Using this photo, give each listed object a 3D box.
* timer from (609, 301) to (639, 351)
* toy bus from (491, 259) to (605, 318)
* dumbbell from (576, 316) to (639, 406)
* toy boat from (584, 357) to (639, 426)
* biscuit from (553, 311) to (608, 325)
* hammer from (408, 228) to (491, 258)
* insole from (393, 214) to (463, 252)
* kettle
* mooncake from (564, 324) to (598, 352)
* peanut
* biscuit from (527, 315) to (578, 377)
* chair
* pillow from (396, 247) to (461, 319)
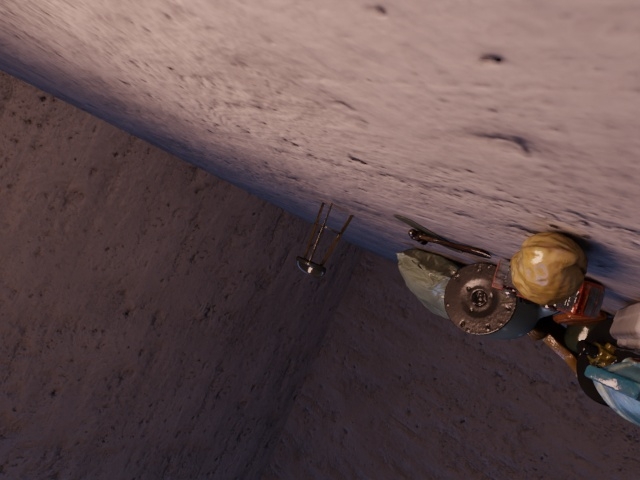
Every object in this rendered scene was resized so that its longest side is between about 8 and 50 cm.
[{"bbox_3d":[0.517,0.151,0.572,0.178,0.078,0.253,23,179,30],"label":"timer"},{"bbox_3d":[0.373,0.077,0.694,0.077,0.065,0.192,13,-177,-16],"label":"toy bus"},{"bbox_3d":[0.698,0.290,0.823,0.388,0.185,0.185,23,180,2],"label":"dumbbell"},{"bbox_3d":[0.465,0.219,0.583,0.215,0.088,0.102,22,-179,-11],"label":"toy boat"},{"bbox_3d":[0.579,0.174,0.920,0.102,0.019,0.130,-16,155,39],"label":"biscuit"},{"bbox_3d":[0.263,0.008,0.839,0.178,0.021,0.065,17,174,42],"label":"hammer"},{"bbox_3d":[0.240,-0.010,0.900,0.232,0.003,0.080,24,179,-38],"label":"insole"},{"bbox_3d":[0.443,0.152,0.975,0.221,0.161,0.236,-16,153,37],"label":"kettle"},{"bbox_3d":[0.690,0.244,1.013,0.175,0.104,0.168,21,174,5],"label":"mooncake"},{"bbox_3d":[0.264,0.034,0.488,0.080,0.080,0.174,24,176,29],"label":"peanut"},{"bbox_3d":[0.613,0.238,1.146,0.301,0.049,0.197,44,-150,20],"label":"biscuit"},{"bbox_3d":[0.000,0.000,1.200,0.104,0.221,0.095,24,-176,16],"label":"chair"},{"bbox_3d":[0.380,0.157,1.289,0.283,0.138,0.310,49,172,-21],"label":"pillow"}]
